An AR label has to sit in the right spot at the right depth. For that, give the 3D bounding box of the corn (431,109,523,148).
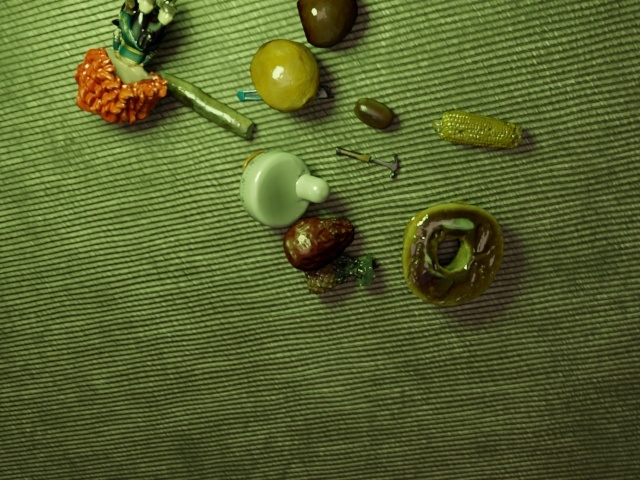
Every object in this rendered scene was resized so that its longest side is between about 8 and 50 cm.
[{"bbox_3d":[0.456,-0.321,1.565,0.261,0.097,0.097,10,107,2],"label":"corn"}]

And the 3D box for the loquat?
[{"bbox_3d":[-0.103,-0.472,1.529,0.187,0.176,0.234,-27,75,-17],"label":"loquat"}]

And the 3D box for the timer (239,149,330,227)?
[{"bbox_3d":[-0.115,-0.150,1.601,0.240,0.233,0.234,22,115,46],"label":"timer"}]

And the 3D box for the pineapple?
[{"bbox_3d":[0.071,0.103,1.732,0.237,0.111,0.119,-14,133,4],"label":"pineapple"}]

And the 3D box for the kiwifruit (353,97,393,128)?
[{"bbox_3d":[0.158,-0.376,1.594,0.124,0.075,0.075,26,107,-6],"label":"kiwifruit"}]

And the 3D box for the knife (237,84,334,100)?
[{"bbox_3d":[-0.108,-0.442,1.625,0.296,0.026,0.044,-2,118,6],"label":"knife"}]

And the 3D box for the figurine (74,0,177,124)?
[{"bbox_3d":[-0.540,-0.530,1.523,0.306,0.241,0.412,29,103,38],"label":"figurine"}]

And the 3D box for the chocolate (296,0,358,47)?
[{"bbox_3d":[0.024,-0.627,1.489,0.176,0.177,0.177,2,107,5],"label":"chocolate"}]

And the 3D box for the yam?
[{"bbox_3d":[-0.346,-0.411,1.637,0.317,0.067,0.071,29,77,-2],"label":"yam"}]

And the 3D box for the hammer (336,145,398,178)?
[{"bbox_3d":[0.145,-0.256,1.655,0.200,0.021,0.078,17,107,0],"label":"hammer"}]

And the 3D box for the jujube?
[{"bbox_3d":[0.000,0.000,1.660,0.236,0.168,0.168,-20,106,-20],"label":"jujube"}]

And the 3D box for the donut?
[{"bbox_3d":[0.391,0.030,1.656,0.329,0.160,0.330,-1,104,-6],"label":"donut"}]
